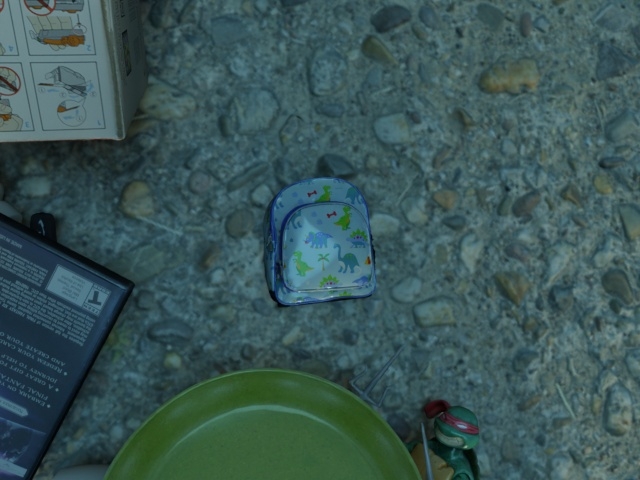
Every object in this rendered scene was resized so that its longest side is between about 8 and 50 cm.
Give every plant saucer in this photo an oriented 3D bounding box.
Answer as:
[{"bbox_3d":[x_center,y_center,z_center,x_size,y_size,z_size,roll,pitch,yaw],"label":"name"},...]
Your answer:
[{"bbox_3d":[-0.040,0.212,0.411,0.241,0.037,0.241,2,60,-4],"label":"plant saucer"}]

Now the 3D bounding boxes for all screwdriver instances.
[{"bbox_3d":[-0.251,0.059,0.523,0.025,0.024,0.170,4,85,-39],"label":"screwdriver"}]

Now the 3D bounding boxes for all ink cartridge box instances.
[{"bbox_3d":[-0.305,-0.168,0.459,0.309,0.272,0.130,-4,115,-10],"label":"ink cartridge box"}]

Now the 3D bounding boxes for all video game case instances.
[{"bbox_3d":[-0.302,0.108,0.472,0.196,0.026,0.274,29,97,-6],"label":"video game case"}]

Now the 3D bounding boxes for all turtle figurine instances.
[{"bbox_3d":[0.080,0.222,0.503,0.118,0.175,0.234,22,89,-25],"label":"turtle figurine"}]

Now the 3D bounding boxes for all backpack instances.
[{"bbox_3d":[0.000,0.000,0.539,0.105,0.084,0.114,-5,82,-12],"label":"backpack"}]

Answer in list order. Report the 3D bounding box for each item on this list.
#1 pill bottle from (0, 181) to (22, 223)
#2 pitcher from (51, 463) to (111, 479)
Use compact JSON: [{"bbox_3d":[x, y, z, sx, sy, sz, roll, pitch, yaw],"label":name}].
[{"bbox_3d":[-0.320,-0.046,0.498,0.120,0.067,0.067,44,79,-3],"label":"pill bottle"},{"bbox_3d":[-0.138,0.275,0.444,0.207,0.178,0.125,29,108,-7],"label":"pitcher"}]
